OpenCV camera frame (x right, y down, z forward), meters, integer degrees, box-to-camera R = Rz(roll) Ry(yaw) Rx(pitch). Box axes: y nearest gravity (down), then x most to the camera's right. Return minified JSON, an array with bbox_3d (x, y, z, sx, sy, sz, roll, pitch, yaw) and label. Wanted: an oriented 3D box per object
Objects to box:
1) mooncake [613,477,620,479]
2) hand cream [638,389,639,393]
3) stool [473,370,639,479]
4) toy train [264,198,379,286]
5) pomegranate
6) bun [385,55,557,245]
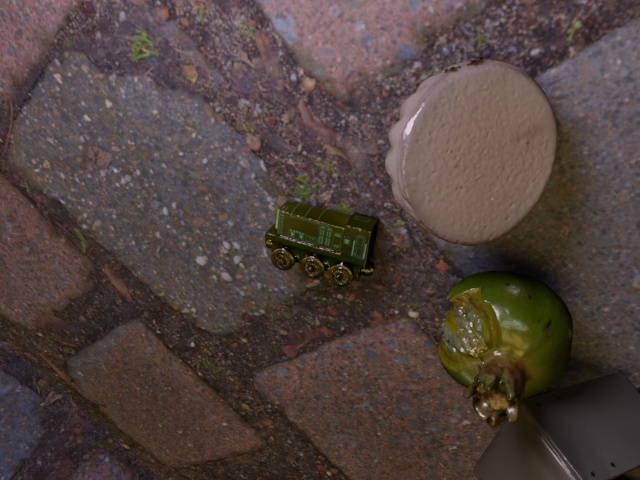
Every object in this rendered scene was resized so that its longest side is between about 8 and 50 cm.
[{"bbox_3d":[0.527,0.589,1.130,0.306,0.306,0.154,25,130,5],"label":"mooncake"},{"bbox_3d":[0.616,0.340,1.069,0.062,0.039,0.163,31,124,2],"label":"hand cream"},{"bbox_3d":[0.467,0.403,1.007,0.269,0.170,0.244,-7,133,-25],"label":"stool"},{"bbox_3d":[0.000,0.000,1.050,0.225,0.090,0.137,15,121,12],"label":"toy train"},{"bbox_3d":[0.308,0.184,0.913,0.235,0.302,0.236,6,119,11],"label":"pomegranate"},{"bbox_3d":[0.202,-0.137,0.821,0.263,0.175,0.263,-5,107,-16],"label":"bun"}]
